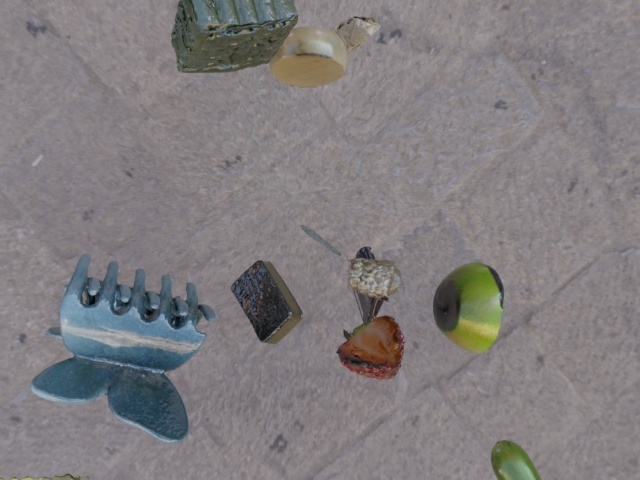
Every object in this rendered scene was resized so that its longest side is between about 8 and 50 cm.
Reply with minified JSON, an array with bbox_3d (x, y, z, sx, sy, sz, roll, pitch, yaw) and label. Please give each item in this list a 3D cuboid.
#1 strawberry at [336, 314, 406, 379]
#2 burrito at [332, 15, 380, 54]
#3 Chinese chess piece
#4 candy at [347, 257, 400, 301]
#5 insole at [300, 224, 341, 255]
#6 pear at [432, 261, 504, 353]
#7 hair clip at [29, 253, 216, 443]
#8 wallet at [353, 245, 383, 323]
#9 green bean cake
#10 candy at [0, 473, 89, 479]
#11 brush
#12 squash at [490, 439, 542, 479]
[{"bbox_3d":[0.114,0.223,1.001,0.140,0.192,0.085,-50,117,-38],"label":"strawberry"},{"bbox_3d":[0.082,-0.765,1.910,0.117,0.392,0.076,32,72,-22],"label":"burrito"},{"bbox_3d":[-0.040,-0.575,1.568,0.250,0.251,0.097,-1,84,-3],"label":"Chinese chess piece"},{"bbox_3d":[0.107,0.076,1.016,0.110,0.095,0.085,10,86,15],"label":"candy"},{"bbox_3d":[0.000,0.000,1.897,0.193,0.065,0.006,37,112,4],"label":"insole"},{"bbox_3d":[0.574,0.269,2.029,0.165,0.399,0.399,6,95,-11],"label":"pear"},{"bbox_3d":[-0.412,0.198,1.078,0.318,0.392,0.239,20,101,-24],"label":"hair clip"},{"bbox_3d":[0.182,0.185,1.914,0.071,0.221,0.262,-6,140,-15],"label":"wallet"},{"bbox_3d":[-0.198,-0.468,1.102,0.241,0.255,0.132,-20,91,-27],"label":"green bean cake"},{"bbox_3d":[-0.404,0.453,0.638,0.187,0.081,0.298,2,91,-7],"label":"candy"},{"bbox_3d":[-0.139,0.153,1.254,0.123,0.059,0.197,-44,60,14],"label":"brush"},{"bbox_3d":[0.347,0.432,0.824,0.066,0.066,0.201,-23,77,-1],"label":"squash"}]
